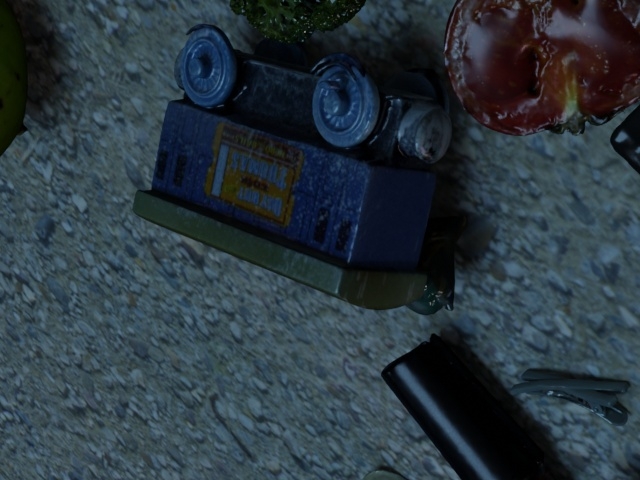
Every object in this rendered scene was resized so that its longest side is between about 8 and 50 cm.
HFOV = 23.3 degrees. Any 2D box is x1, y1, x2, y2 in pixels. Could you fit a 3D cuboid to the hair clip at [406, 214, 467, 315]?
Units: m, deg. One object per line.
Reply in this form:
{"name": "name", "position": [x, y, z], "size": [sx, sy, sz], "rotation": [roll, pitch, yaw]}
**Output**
{"name": "hair clip", "position": [0.001, 0.001, 1.462], "size": [0.358, 0.110, 0.096], "rotation": [11, 99, 46]}

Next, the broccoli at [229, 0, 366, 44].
{"name": "broccoli", "position": [-0.023, -0.232, 1.246], "size": [0.162, 0.138, 0.146], "rotation": [12, 87, 47]}

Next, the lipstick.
{"name": "lipstick", "position": [0.213, 0.262, 1.436], "size": [0.418, 0.077, 0.077], "rotation": [50, 145, 3]}

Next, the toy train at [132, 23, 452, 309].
{"name": "toy train", "position": [-0.021, -0.070, 1.331], "size": [0.299, 0.131, 0.202], "rotation": [20, 103, 42]}

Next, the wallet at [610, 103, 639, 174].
{"name": "wallet", "position": [0.366, -0.019, 1.051], "size": [0.323, 0.041, 0.247], "rotation": [46, 145, 5]}

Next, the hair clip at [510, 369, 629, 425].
{"name": "hair clip", "position": [0.219, 0.138, 1.362], "size": [0.115, 0.030, 0.039], "rotation": [10, 127, 45]}

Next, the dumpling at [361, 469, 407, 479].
{"name": "dumpling", "position": [0.066, 0.272, 1.645], "size": [0.077, 0.043, 0.059], "rotation": [-25, 79, 58]}

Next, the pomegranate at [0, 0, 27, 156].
{"name": "pomegranate", "position": [-0.455, -0.202, 1.649], "size": [0.260, 0.260, 0.341], "rotation": [11, 151, 44]}

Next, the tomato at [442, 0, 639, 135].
{"name": "tomato", "position": [0.173, -0.153, 1.123], "size": [0.159, 0.091, 0.139], "rotation": [-13, 116, 26]}
